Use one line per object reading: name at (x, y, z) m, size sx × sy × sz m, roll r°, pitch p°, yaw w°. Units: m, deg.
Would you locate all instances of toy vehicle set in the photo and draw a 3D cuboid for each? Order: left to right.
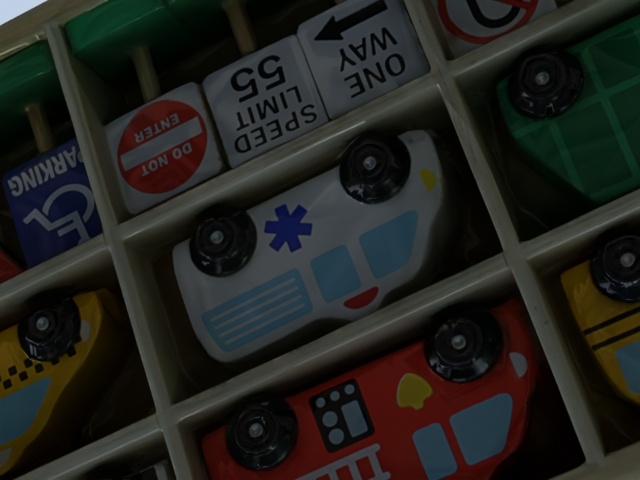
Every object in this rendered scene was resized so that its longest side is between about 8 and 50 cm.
toy vehicle set at (0.000, 0.000, 0.375) m, size 0.267 × 0.035 × 0.166 m, roll -26°, pitch -113°, yaw 13°
